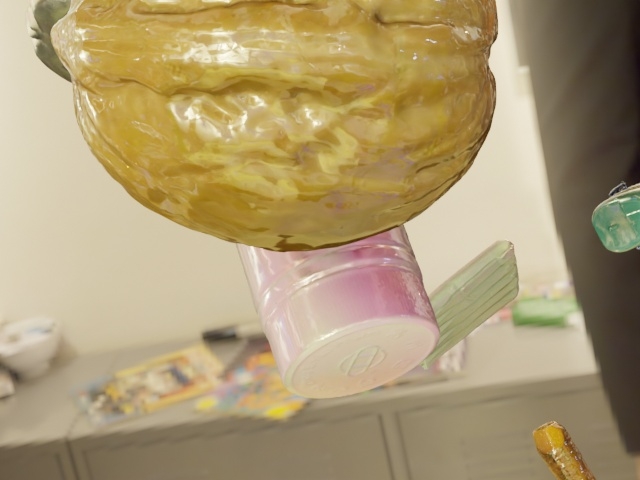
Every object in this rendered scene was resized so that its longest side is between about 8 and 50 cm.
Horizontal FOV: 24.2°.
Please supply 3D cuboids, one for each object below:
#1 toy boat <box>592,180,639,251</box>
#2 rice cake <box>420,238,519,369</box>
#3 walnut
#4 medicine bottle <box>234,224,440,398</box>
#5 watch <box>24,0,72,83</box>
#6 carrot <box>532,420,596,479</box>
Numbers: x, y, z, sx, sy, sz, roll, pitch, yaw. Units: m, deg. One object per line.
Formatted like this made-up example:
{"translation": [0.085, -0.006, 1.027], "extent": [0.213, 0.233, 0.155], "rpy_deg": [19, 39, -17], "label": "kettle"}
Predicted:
{"translation": [0.424, -0.048, 1.856], "extent": [0.110, 0.091, 0.175], "rpy_deg": [-25, -4, -24], "label": "toy boat"}
{"translation": [0.207, 0.091, 2.152], "extent": [0.198, 0.189, 0.037], "rpy_deg": [-40, 65, -11], "label": "rice cake"}
{"translation": [-0.033, -0.145, 1.110], "extent": [0.333, 0.332, 0.333], "rpy_deg": [-11, 17, 3], "label": "walnut"}
{"translation": [0.000, 0.000, 1.351], "extent": [0.152, 0.254, 0.152], "rpy_deg": [-15, -28, -8], "label": "medicine bottle"}
{"translation": [-0.144, -0.254, 1.344], "extent": [0.244, 0.231, 0.196], "rpy_deg": [-7, -28, -5], "label": "watch"}
{"translation": [0.295, 0.282, 1.683], "extent": [0.042, 0.170, 0.042], "rpy_deg": [-31, 3, 2], "label": "carrot"}
